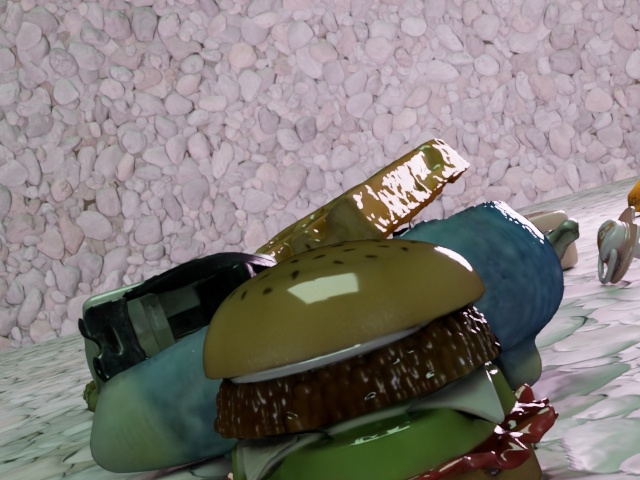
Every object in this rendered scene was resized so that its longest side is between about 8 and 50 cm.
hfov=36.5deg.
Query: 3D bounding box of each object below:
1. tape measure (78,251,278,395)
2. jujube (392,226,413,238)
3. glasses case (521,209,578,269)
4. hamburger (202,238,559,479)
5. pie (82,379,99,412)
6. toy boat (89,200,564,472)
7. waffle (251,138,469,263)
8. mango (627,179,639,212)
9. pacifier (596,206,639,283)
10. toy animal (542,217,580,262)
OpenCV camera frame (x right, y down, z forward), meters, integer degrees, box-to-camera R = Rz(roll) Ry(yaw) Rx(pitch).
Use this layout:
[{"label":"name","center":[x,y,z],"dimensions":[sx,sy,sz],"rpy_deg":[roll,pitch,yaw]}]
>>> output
[{"label":"tape measure","center":[-0.100,0.089,0.844],"dimensions":[0.207,0.115,0.235],"rpy_deg":[-17,-16,-18]},{"label":"jujube","center":[0.104,0.040,1.146],"dimensions":[0.104,0.104,0.166],"rpy_deg":[-14,22,41]},{"label":"glasses case","center":[0.162,0.038,1.294],"dimensions":[0.337,0.076,0.144],"rpy_deg":[-15,2,-3]},{"label":"hamburger","center":[0.017,0.069,0.474],"dimensions":[0.175,0.136,0.175],"rpy_deg":[-18,-1,0]},{"label":"pie","center":[-0.170,0.128,1.072],"dimensions":[0.201,0.090,0.248],"rpy_deg":[-19,-1,-28]},{"label":"toy boat","center":[0.016,0.091,0.655],"dimensions":[0.330,0.123,0.215],"rpy_deg":[-24,-12,-9]},{"label":"waffle","center":[0.001,0.000,1.232],"dimensions":[0.348,0.077,0.304],"rpy_deg":[-31,4,33]},{"label":"mango","center":[0.616,-0.100,1.700],"dimensions":[0.159,0.084,0.105],"rpy_deg":[-14,-4,26]},{"label":"pacifier","center":[0.330,0.013,1.023],"dimensions":[0.078,0.081,0.099],"rpy_deg":[16,29,0]},{"label":"toy animal","center":[0.168,0.044,0.999],"dimensions":[0.255,0.089,0.170],"rpy_deg":[-13,-4,-12]}]
